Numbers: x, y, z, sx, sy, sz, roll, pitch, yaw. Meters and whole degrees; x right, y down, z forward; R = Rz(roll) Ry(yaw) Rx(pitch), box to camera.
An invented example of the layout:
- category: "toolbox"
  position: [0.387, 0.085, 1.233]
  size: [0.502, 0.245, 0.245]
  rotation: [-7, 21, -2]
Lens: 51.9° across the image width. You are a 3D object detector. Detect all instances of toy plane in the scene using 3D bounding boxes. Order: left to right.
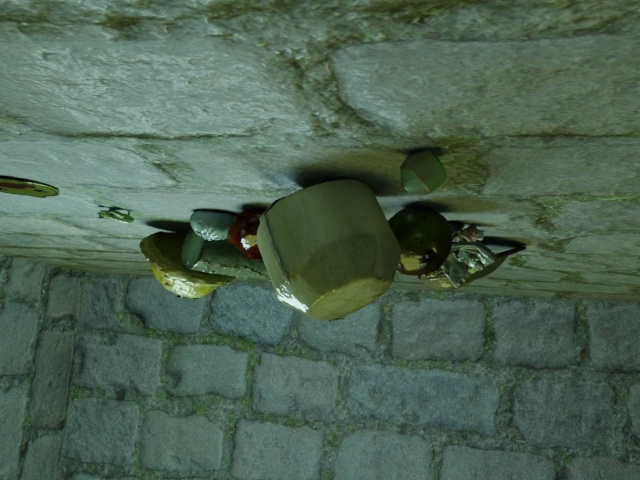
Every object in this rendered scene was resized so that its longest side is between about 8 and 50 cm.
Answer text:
- category: "toy plane"
  position: [-0.616, -0.075, 1.971]
  size: [0.111, 0.040, 0.102]
  rotation: [7, 172, -22]

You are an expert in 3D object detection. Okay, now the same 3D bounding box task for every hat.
- category: "hat"
  position: [0.504, 0.041, 2.073]
  size: [0.244, 0.149, 0.214]
  rotation: [-30, 169, -38]

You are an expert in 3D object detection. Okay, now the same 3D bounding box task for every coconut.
- category: "coconut"
  position: [0.018, 0.007, 1.460]
  size: [0.323, 0.323, 0.323]
  rotation: [4, 171, 1]
- category: "coconut"
  position: [0.181, -0.120, 1.184]
  size: [0.083, 0.081, 0.082]
  rotation: [48, -177, 15]

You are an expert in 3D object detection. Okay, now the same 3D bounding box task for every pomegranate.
- category: "pomegranate"
  position: [0.232, -0.011, 1.651]
  size: [0.180, 0.180, 0.210]
  rotation: [7, -153, -17]

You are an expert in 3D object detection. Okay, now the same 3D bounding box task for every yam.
- category: "yam"
  position: [-0.288, 0.040, 2.144]
  size: [0.304, 0.168, 0.168]
  rotation: [9, 170, -33]

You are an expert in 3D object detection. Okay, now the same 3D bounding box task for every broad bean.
- category: "broad bean"
  position: [-0.185, -0.012, 1.853]
  size: [0.156, 0.122, 0.228]
  rotation: [-10, 162, -11]

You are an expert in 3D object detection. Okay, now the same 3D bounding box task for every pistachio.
- category: "pistachio"
  position: [0.472, 0.122, 2.419]
  size: [0.226, 0.136, 0.136]
  rotation: [-14, 161, 40]

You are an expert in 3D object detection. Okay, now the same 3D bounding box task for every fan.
- category: "fan"
  position: [-0.819, -0.148, 1.705]
  size: [0.229, 0.011, 0.335]
  rotation: [3, 173, 12]

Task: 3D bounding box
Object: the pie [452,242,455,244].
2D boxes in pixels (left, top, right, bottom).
- category: "pie"
  position: [0.415, 0.032, 2.167]
  size: [0.154, 0.036, 0.154]
  rotation: [5, 171, 1]

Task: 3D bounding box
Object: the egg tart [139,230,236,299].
- category: "egg tart"
  position: [-0.459, 0.088, 2.237]
  size: [0.345, 0.132, 0.345]
  rotation: [24, -160, -9]

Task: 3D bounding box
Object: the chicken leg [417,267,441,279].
- category: "chicken leg"
  position: [0.334, 0.079, 2.354]
  size: [0.207, 0.101, 0.085]
  rotation: [13, 140, 0]

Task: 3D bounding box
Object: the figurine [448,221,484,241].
- category: "figurine"
  position: [0.381, -0.024, 1.799]
  size: [0.129, 0.054, 0.072]
  rotation: [-1, -173, -14]

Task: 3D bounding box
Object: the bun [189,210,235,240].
- category: "bun"
  position: [-0.315, -0.039, 1.925]
  size: [0.140, 0.083, 0.141]
  rotation: [5, 174, 1]
